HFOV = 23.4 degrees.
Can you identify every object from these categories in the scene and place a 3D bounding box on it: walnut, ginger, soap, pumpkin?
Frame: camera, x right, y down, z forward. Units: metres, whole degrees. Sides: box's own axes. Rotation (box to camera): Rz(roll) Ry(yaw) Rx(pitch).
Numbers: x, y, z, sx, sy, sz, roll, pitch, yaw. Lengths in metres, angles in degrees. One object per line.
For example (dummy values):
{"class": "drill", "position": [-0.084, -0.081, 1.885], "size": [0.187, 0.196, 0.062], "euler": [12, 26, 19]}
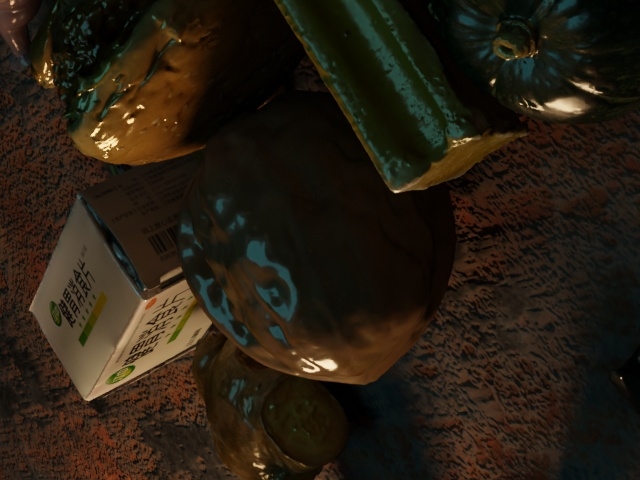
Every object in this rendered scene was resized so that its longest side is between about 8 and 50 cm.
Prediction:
{"class": "walnut", "position": [-0.001, 0.001, 1.373], "size": [0.273, 0.227, 0.273], "euler": [40, 143, 40]}
{"class": "ginger", "position": [-0.072, 0.203, 1.748], "size": [0.219, 0.123, 0.270], "euler": [54, 149, 8]}
{"class": "soap", "position": [0.032, -0.191, 1.195], "size": [0.091, 0.199, 0.315], "euler": [-34, 85, 17]}
{"class": "pumpkin", "position": [0.164, -0.169, 1.064], "size": [0.190, 0.146, 0.190], "euler": [42, 146, 38]}

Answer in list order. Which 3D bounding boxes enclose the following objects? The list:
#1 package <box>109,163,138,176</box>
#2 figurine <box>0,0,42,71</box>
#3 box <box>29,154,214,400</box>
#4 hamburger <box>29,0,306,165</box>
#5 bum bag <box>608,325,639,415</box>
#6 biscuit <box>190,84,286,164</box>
{"class": "package", "position": [-0.221, -0.093, 1.828], "size": [0.120, 0.031, 0.108], "euler": [60, 150, 4]}
{"class": "figurine", "position": [-0.371, -0.334, 1.738], "size": [0.186, 0.176, 0.287], "euler": [24, 154, 12]}
{"class": "box", "position": [-0.200, 0.039, 1.760], "size": [0.145, 0.173, 0.333], "euler": [55, 149, 11]}
{"class": "hamburger", "position": [-0.119, -0.176, 1.343], "size": [0.259, 0.283, 0.144], "euler": [-44, 72, 27]}
{"class": "bum bag", "position": [0.299, 0.041, 1.083], "size": [0.144, 0.095, 0.340], "euler": [50, 143, 33]}
{"class": "biscuit", "position": [-0.115, -0.174, 1.589], "size": [0.288, 0.044, 0.202], "euler": [59, 149, 8]}
